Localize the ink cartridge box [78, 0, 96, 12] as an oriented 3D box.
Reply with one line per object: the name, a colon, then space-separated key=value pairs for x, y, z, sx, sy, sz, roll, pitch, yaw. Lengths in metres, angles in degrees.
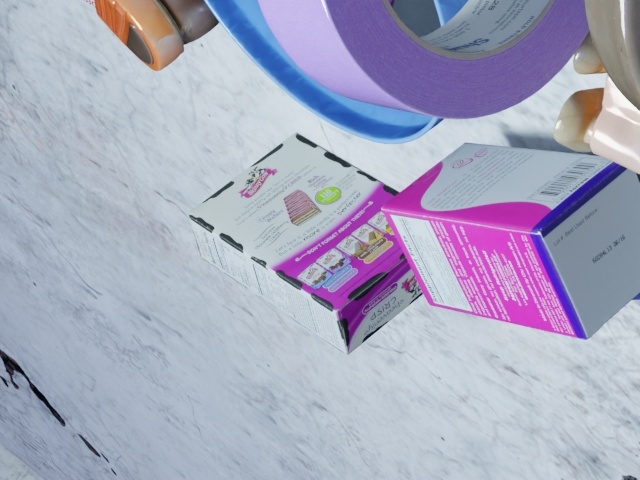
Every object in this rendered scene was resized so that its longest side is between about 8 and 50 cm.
ink cartridge box: x=-0.255 y=-0.326 z=2.125 sx=0.109 sy=0.063 sz=0.150 roll=34 pitch=151 yaw=34

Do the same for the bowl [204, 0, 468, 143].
bowl: x=-0.002 y=-0.267 z=1.738 sx=0.391 sy=0.077 sz=0.391 roll=41 pitch=155 yaw=24

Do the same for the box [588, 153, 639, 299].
box: x=0.233 y=-0.008 z=1.742 sx=0.136 sy=0.036 sz=0.225 roll=57 pitch=157 yaw=-12

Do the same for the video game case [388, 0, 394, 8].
video game case: x=-0.014 y=-0.305 z=1.547 sx=0.210 sy=0.042 sz=0.232 roll=36 pitch=139 yaw=22

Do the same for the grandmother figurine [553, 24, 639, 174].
grandmother figurine: x=0.334 y=-0.059 z=1.398 sx=0.342 sy=0.104 sz=0.208 roll=31 pitch=131 yaw=31

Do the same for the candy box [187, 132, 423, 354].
candy box: x=0.000 y=0.000 z=2.019 sx=0.233 sy=0.159 sz=0.071 roll=33 pitch=150 yaw=38

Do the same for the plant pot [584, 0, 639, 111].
plant pot: x=0.246 y=-0.204 z=1.216 sx=0.229 sy=0.263 sz=0.263 roll=48 pitch=164 yaw=57

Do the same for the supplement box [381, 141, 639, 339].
supplement box: x=0.171 y=-0.004 z=1.671 sx=0.220 sy=0.111 sz=0.114 roll=13 pitch=135 yaw=56

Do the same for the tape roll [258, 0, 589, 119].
tape roll: x=0.082 y=-0.226 z=1.392 sx=0.090 sy=0.275 sz=0.275 roll=16 pitch=138 yaw=52

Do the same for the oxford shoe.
oxford shoe: x=-0.221 y=-0.336 z=1.977 sx=0.363 sy=0.133 sz=0.130 roll=51 pitch=168 yaw=12
